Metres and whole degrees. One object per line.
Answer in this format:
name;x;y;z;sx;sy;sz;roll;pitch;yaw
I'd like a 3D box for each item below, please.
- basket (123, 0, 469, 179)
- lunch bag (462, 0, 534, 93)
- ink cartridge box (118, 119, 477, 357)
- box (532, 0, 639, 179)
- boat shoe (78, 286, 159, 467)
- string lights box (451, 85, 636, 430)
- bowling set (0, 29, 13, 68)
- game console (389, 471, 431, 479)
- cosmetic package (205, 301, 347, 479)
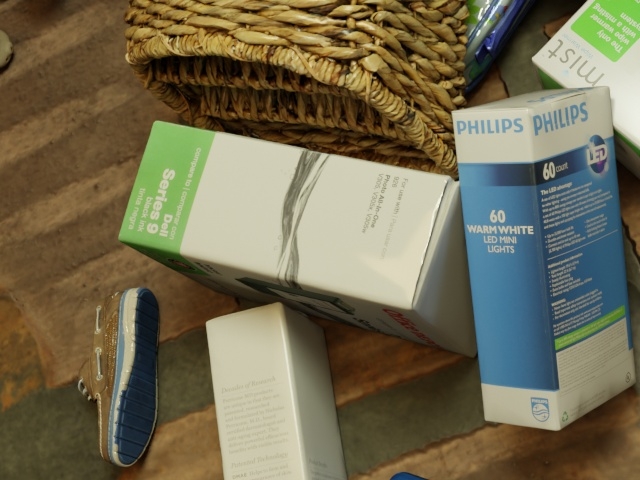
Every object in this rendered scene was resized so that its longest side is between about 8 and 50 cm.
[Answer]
basket;-0.033;-0.158;1.169;0.299;0.213;0.223;11;106;36
lunch bag;0.126;-0.259;1.268;0.176;0.090;0.219;31;87;27
ink cartridge box;0.000;0.000;1.173;0.289;0.211;0.121;13;80;25
box;0.360;-0.140;1.123;0.231;0.127;0.262;-45;65;2
boat shoe;-0.204;0.139;1.301;0.066;0.066;0.183;-8;62;24
string lights box;0.189;0.010;1.075;0.076;0.133;0.260;1;103;42
bowling set;-0.388;-0.261;1.465;0.200;0.154;0.287;2;73;3
game console;0.128;0.365;1.076;0.250;0.173;0.293;17;82;9
cosmetic package;-0.035;0.184;1.187;0.085;0.117;0.231;-16;68;16
